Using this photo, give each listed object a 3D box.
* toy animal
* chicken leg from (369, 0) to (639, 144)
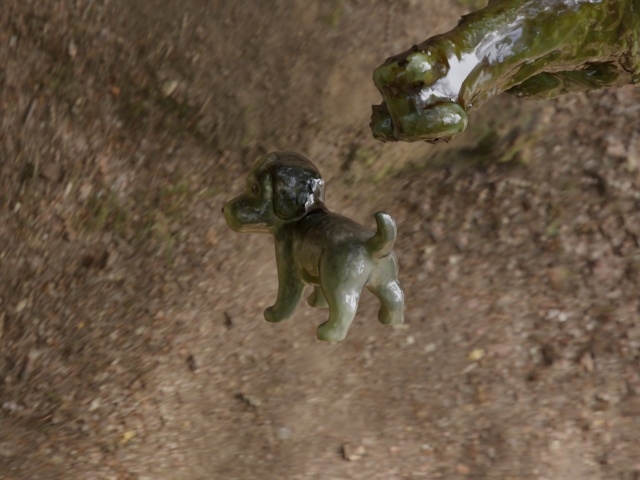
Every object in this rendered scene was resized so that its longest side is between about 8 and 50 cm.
[{"bbox_3d":[-0.006,0.010,1.531,0.121,0.233,0.169,-11,117,-34],"label":"toy animal"},{"bbox_3d":[0.171,-0.166,1.157,0.361,0.211,0.140,-27,77,-19],"label":"chicken leg"}]
